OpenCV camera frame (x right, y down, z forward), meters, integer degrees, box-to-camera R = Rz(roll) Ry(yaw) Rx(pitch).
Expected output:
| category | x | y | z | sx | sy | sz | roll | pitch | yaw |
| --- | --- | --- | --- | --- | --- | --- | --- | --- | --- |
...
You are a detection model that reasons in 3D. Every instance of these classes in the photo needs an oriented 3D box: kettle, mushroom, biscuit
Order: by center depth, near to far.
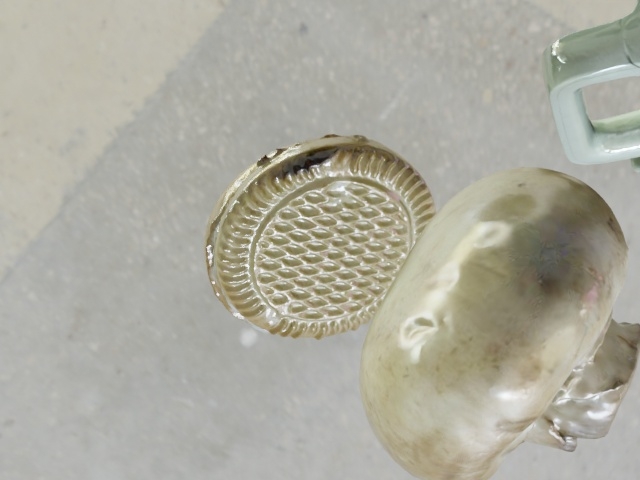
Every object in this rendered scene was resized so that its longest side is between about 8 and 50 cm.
| category | x | y | z | sx | sy | sz | roll | pitch | yaw |
| --- | --- | --- | --- | --- | --- | --- | --- | --- | --- |
| mushroom | 0.131 | 0.064 | 0.984 | 0.184 | 0.255 | 0.255 | 17 | 75 | 7 |
| kettle | 0.354 | -0.145 | 1.201 | 0.265 | 0.318 | 0.205 | 18 | 82 | 20 |
| biscuit | 0.000 | 0.000 | 1.441 | 0.259 | 0.259 | 0.079 | -24 | 36 | 0 |
